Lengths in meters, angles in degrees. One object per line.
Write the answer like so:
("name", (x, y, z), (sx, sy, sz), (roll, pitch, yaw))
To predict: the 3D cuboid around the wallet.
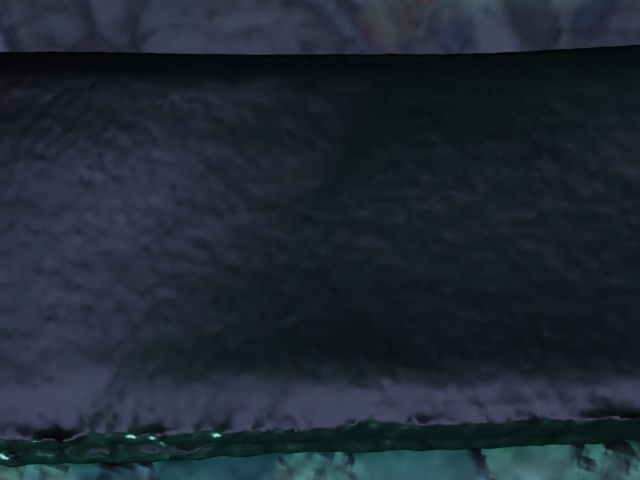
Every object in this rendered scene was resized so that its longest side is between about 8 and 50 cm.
("wallet", (0.000, 0.000, 0.501), (0.244, 0.025, 0.124), (-2, 67, 1))
